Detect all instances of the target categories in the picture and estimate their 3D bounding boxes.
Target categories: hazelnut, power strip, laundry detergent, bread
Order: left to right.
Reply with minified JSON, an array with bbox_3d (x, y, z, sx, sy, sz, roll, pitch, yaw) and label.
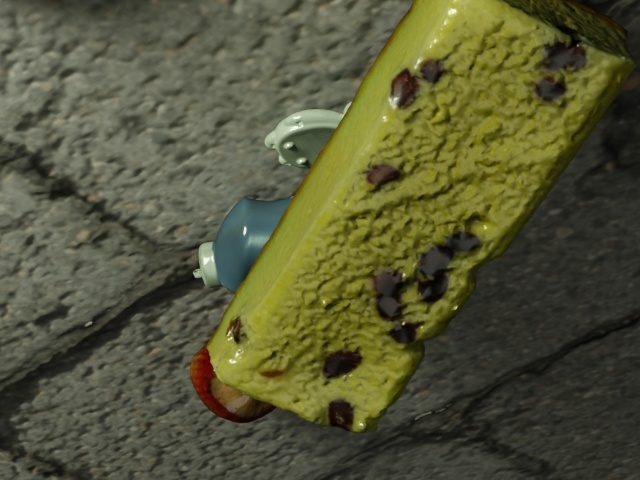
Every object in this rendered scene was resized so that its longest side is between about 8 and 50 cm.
[{"bbox_3d":[-0.069,0.117,1.213,0.086,0.086,0.086,-4,141,-3],"label":"hazelnut"},{"bbox_3d":[0.000,-0.001,1.082,0.206,0.061,0.096,-12,144,8],"label":"laundry detergent"},{"bbox_3d":[0.003,-0.071,1.016,0.083,0.035,0.055,-19,139,20],"label":"power strip"},{"bbox_3d":[0.058,-0.017,0.983,0.138,0.077,0.361,23,119,-17],"label":"bread"}]
